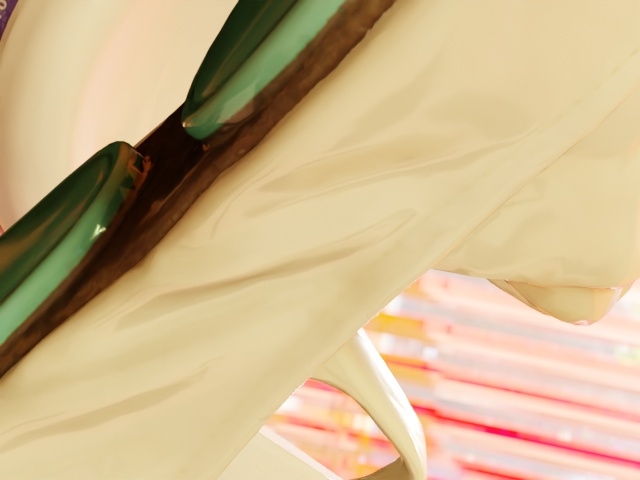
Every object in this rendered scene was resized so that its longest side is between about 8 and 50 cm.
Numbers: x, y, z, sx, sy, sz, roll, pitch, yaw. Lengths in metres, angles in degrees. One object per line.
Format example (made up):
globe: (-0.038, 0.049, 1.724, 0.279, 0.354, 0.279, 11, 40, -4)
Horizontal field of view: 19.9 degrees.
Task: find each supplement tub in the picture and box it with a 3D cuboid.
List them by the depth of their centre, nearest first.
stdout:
supplement tub: (-0.155, -0.136, 0.975, 0.331, 0.241, 0.241, 32, -166, 36)

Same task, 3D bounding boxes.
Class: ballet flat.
ballet flat: (0.000, 0.000, 0.454, 0.139, 0.400, 0.139, 37, -157, -19)

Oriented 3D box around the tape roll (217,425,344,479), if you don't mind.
tape roll: (-0.109, 0.111, 0.666, 0.246, 0.169, 0.246, 33, 175, 3)
